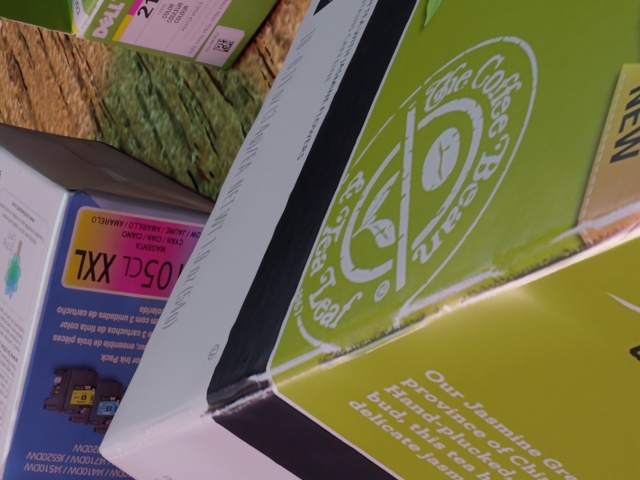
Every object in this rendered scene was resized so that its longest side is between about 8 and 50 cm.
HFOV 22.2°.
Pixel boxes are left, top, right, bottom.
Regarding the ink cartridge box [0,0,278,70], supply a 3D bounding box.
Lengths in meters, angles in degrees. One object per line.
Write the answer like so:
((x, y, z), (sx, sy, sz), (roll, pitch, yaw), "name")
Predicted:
((-0.169, -0.240, 1.160), (0.097, 0.255, 0.188), (-49, 44, 40), "ink cartridge box")

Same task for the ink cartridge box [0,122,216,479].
((-0.219, 0.129, 1.240), (0.270, 0.151, 0.395), (29, 105, 58), "ink cartridge box")

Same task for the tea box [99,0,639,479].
((0.143, -0.042, 0.533), (0.323, 0.220, 0.329), (-28, 32, 50), "tea box")

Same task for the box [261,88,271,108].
((0.000, 0.000, 1.047), (0.201, 0.021, 0.164), (26, 104, 57), "box")
